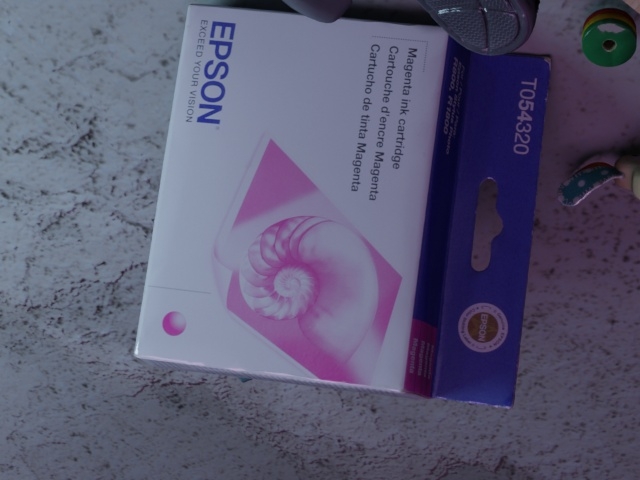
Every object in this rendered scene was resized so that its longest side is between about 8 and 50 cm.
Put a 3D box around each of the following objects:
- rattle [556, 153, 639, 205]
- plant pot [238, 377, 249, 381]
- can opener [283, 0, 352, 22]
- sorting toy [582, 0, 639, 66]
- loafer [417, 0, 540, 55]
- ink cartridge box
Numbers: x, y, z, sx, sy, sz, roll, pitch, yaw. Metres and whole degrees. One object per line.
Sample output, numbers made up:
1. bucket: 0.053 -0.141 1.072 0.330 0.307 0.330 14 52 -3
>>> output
1. rattle: 0.311 -0.094 1.206 0.199 0.130 0.143 16 130 37
2. plant pot: 0.000 0.000 1.311 0.234 0.166 0.165 -17 127 17
3. can opener: -0.058 -0.291 1.087 0.093 0.074 0.280 -47 112 1
4. sorting toy: 0.279 -0.262 1.065 0.132 0.046 0.274 33 132 -18
5. loafer: 0.078 -0.285 1.074 0.109 0.095 0.302 -16 124 43
6. ink cartridge box: 0.023 -0.033 1.174 0.330 0.324 0.071 6 170 9
